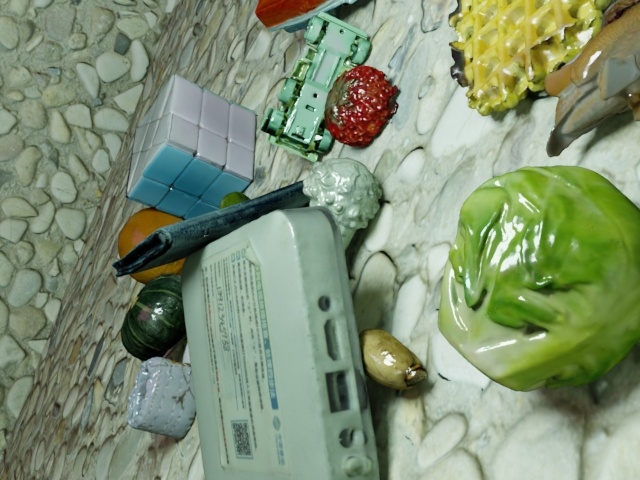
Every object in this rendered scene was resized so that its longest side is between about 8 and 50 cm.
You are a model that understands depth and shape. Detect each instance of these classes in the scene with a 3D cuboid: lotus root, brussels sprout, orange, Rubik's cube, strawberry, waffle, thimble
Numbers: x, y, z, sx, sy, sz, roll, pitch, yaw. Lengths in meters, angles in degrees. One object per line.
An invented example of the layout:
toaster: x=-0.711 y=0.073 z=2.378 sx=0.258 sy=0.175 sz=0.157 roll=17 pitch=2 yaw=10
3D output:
lotus root: x=0.082 y=0.152 z=0.998 sx=0.063 sy=0.072 sz=0.152 roll=-61 pitch=26 yaw=-1
brussels sprout: x=0.219 y=0.036 z=0.745 sx=0.223 sy=0.161 sz=0.223 roll=-8 pitch=78 yaw=41
orange: x=-0.387 y=0.018 z=1.853 sx=0.206 sy=0.206 sz=0.206 roll=-42 pitch=37 yaw=43
Rubik's cube: x=-0.297 y=-0.202 z=1.800 sx=0.231 sy=0.225 sz=0.221 roll=-42 pitch=39 yaw=41
strawberry: x=0.060 y=-0.229 z=1.308 sx=0.145 sy=0.086 sz=0.145 roll=-45 pitch=33 yaw=41
waffle: x=0.267 y=-0.318 z=1.011 sx=0.307 sy=0.060 sz=0.312 roll=-55 pitch=30 yaw=22
thimble: x=-0.322 y=0.321 z=1.591 sx=0.127 sy=0.118 sz=0.151 roll=-28 pitch=47 yaw=56

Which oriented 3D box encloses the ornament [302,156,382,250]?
ornament: x=0.004 y=0.007 z=1.203 sx=0.130 sy=0.120 sz=0.285 roll=15 pitch=86 yaw=46

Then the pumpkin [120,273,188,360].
pumpkin: x=-0.351 y=0.172 z=1.720 sx=0.211 sy=0.152 sz=0.211 roll=-61 pitch=9 yaw=17

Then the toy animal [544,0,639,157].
toy animal: x=0.300 y=-0.180 z=0.831 sx=0.188 sy=0.089 sz=0.179 roll=-51 pitch=18 yaw=31

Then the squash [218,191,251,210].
squash: x=-0.153 y=0.015 z=1.526 sx=0.087 sy=0.087 sz=0.331 roll=-53 pitch=29 yaw=30

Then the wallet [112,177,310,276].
wallet: x=-0.156 y=-0.024 z=1.315 sx=0.191 sy=0.379 sz=0.046 roll=-31 pitch=84 yaw=45

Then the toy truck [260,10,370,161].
toy truck: x=-0.016 y=-0.290 z=1.458 sx=0.135 sy=0.128 sz=0.259 roll=-137 pitch=69 yaw=-76

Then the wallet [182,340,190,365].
wallet: x=-0.235 y=0.215 z=1.598 sx=0.190 sy=0.033 sz=0.095 roll=-11 pitch=64 yaw=60

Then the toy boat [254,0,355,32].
toy boat: x=0.020 y=-0.504 z=1.554 sx=0.332 sy=0.133 sz=0.145 roll=-8 pitch=58 yaw=49

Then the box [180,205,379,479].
box: x=-0.075 y=0.177 z=1.118 sx=0.396 sy=0.111 sz=0.395 roll=-21 pitch=75 yaw=57
